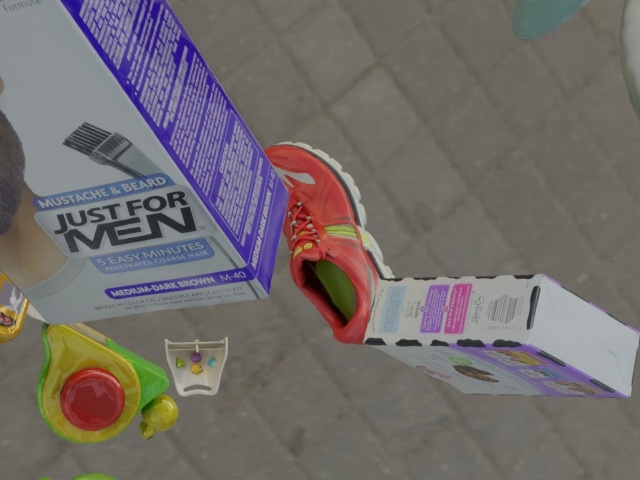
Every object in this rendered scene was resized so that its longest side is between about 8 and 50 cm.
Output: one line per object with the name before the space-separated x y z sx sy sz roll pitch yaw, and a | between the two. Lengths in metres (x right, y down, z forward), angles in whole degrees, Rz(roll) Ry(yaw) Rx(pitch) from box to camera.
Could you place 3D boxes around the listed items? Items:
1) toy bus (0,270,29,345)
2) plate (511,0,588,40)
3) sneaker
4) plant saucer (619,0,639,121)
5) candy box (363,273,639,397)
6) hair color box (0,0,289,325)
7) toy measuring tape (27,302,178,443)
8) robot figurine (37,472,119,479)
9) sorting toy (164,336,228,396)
toy bus | -0.407 0.072 1.463 0.108 0.333 0.130 33 48 -33
plate | 0.219 -0.255 1.325 0.024 0.188 0.188 33 71 -18
sneaker | 0.000 0.000 1.838 0.118 0.107 0.279 -11 66 -57
plant saucer | 0.342 -0.044 0.765 0.400 0.400 0.100 -23 138 -27
candy box | 0.168 0.091 1.442 0.165 0.196 0.070 28 68 -41
hair color box | -0.174 -0.086 1.012 0.339 0.185 0.110 58 33 -43
toy measuring tape | -0.304 0.132 1.665 0.330 0.121 0.121 31 72 -16
robot figurine | -0.158 0.204 1.054 0.101 0.115 0.067 35 110 -12
sorting toy | -0.165 0.171 2.053 0.083 0.045 0.075 -1 67 -7
